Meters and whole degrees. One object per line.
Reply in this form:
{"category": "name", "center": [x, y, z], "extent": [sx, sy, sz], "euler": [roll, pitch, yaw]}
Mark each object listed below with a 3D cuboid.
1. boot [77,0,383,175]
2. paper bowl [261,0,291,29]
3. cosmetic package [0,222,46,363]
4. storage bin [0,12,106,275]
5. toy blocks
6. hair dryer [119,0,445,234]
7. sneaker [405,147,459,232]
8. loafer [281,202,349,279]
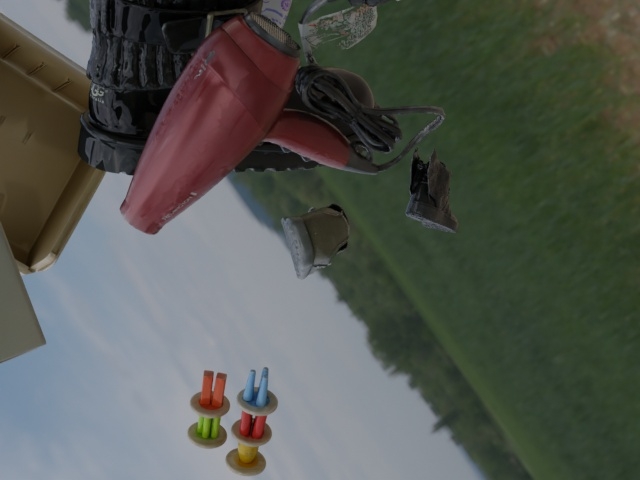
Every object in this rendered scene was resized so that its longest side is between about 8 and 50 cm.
{"category": "boot", "center": [-0.065, -0.202, 1.191], "extent": [0.131, 0.348, 0.260], "euler": [31, 120, 44]}
{"category": "paper bowl", "center": [-0.156, -0.334, 1.598], "extent": [0.148, 0.284, 0.284], "euler": [22, 168, 21]}
{"category": "cosmetic package", "center": [-0.408, -0.009, 1.362], "extent": [0.309, 0.113, 0.160], "euler": [68, 159, -1]}
{"category": "storage bin", "center": [-0.416, -0.126, 1.620], "extent": [0.262, 0.260, 0.123], "euler": [33, 159, -23]}
{"category": "toy blocks", "center": [-0.110, 0.207, 1.590], "extent": [0.123, 0.054, 0.148], "euler": [30, 125, 29]}
{"category": "hair dryer", "center": [-0.026, -0.087, 1.005], "extent": [0.080, 0.293, 0.223], "euler": [53, 163, 44]}
{"category": "sneaker", "center": [0.154, -0.065, 1.695], "extent": [0.051, 0.089, 0.170], "euler": [11, 176, 25]}
{"category": "loafer", "center": [0.000, 0.000, 1.736], "extent": [0.251, 0.087, 0.094], "euler": [-160, 54, -86]}
